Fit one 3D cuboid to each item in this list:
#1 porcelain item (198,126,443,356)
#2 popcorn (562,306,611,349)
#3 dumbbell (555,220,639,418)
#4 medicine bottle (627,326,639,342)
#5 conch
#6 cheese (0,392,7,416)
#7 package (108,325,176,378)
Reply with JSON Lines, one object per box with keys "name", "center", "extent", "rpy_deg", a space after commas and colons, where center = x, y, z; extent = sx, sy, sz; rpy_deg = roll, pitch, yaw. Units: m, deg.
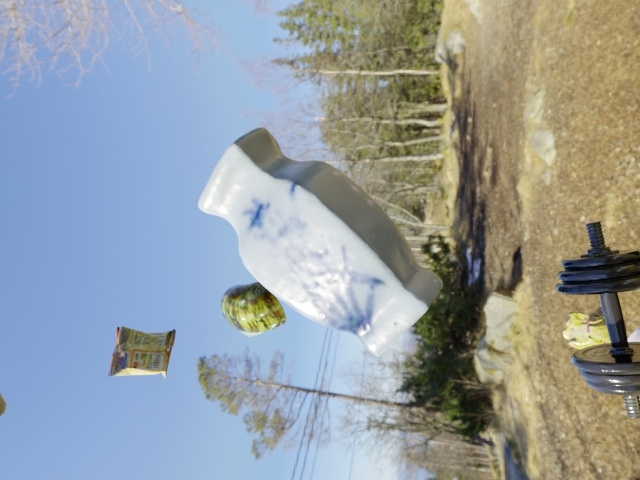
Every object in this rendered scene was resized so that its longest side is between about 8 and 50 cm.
{"name": "porcelain item", "center": [0.000, 0.000, 0.768], "extent": [0.242, 0.405, 0.178], "rpy_deg": [-53, -6, 27]}
{"name": "popcorn", "center": [0.591, 0.195, 0.967], "extent": [0.109, 0.097, 0.089], "rpy_deg": [-50, 36, 25]}
{"name": "dumbbell", "center": [0.312, 0.083, 0.474], "extent": [0.099, 0.099, 0.208], "rpy_deg": [12, -113, -79]}
{"name": "medicine bottle", "center": [0.813, 0.335, 0.921], "extent": [0.378, 0.214, 0.213], "rpy_deg": [-65, -24, -68]}
{"name": "conch", "center": [-0.169, 0.182, 1.125], "extent": [0.124, 0.187, 0.181], "rpy_deg": [-47, -33, -16]}
{"name": "cheese", "center": [-0.406, 0.120, 0.462], "extent": [0.065, 0.043, 0.194], "rpy_deg": [-38, -80, -48]}
{"name": "package", "center": [-0.368, 0.231, 0.923], "extent": [0.031, 0.121, 0.108], "rpy_deg": [120, 152, -49]}
